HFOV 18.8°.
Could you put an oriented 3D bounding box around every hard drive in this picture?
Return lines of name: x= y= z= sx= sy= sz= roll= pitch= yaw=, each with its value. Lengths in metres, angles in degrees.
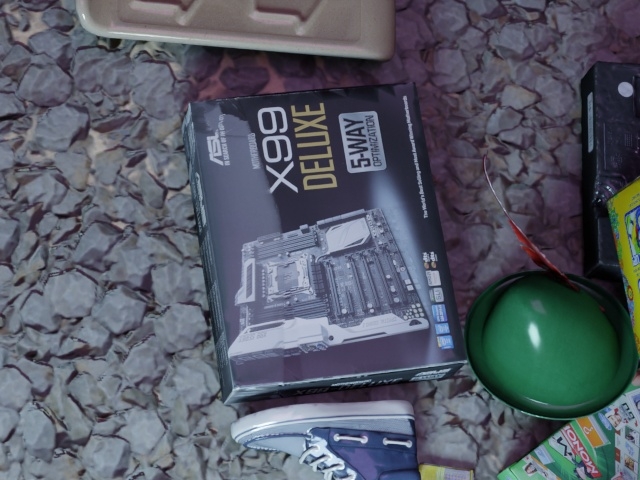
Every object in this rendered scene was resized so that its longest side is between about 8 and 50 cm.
hard drive: x=0.450 y=-0.062 z=2.093 sx=0.339 sy=0.064 sz=0.237 roll=4 pitch=72 yaw=-10

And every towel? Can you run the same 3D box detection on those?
towel: x=0.122 y=0.266 z=1.947 sx=0.060 sy=0.009 sz=0.083 roll=13 pitch=70 yaw=-8

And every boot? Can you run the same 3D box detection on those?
boot: x=0.009 y=0.208 z=1.909 sx=0.190 sy=0.069 sz=0.086 roll=-3 pitch=70 yaw=-15

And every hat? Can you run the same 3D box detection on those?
hat: x=0.228 y=0.058 z=1.926 sx=0.208 sy=0.183 sz=0.173 roll=19 pitch=61 yaw=10

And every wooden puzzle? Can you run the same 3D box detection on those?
wooden puzzle: x=-0.089 y=-0.347 z=2.072 sx=0.347 sy=0.080 sz=0.322 roll=5 pitch=72 yaw=-15

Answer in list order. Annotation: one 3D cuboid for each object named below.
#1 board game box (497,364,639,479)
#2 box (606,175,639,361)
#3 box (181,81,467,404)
board game box: x=0.359 y=0.301 z=1.965 sx=0.213 sy=0.046 sz=0.317 roll=-34 pitch=82 yaw=-19
box: x=0.474 y=0.053 z=1.937 sx=0.290 sy=0.177 sz=0.279 roll=-7 pitch=79 yaw=-13
box: x=0.000 y=0.000 z=1.972 sx=0.242 sy=0.076 sz=0.307 roll=-5 pitch=74 yaw=-13
